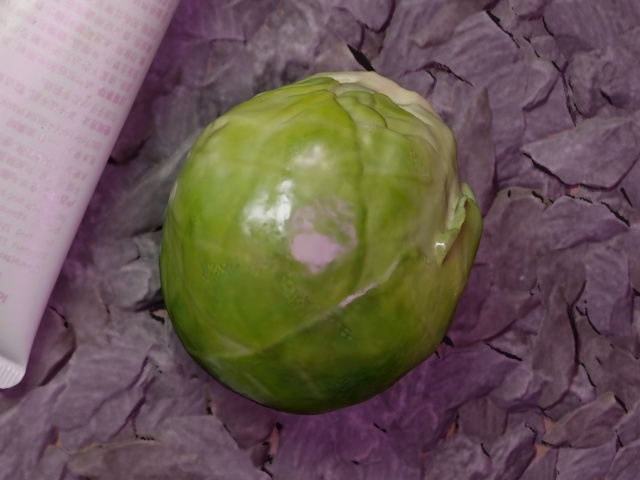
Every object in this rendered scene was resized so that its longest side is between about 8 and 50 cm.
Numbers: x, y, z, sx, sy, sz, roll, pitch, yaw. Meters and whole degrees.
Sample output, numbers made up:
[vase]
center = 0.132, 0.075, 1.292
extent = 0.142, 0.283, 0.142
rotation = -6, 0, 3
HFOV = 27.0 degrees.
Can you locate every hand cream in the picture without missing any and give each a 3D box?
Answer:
[hand cream]
center = -0.199, -0.089, 0.874
extent = 0.185, 0.118, 0.358
rotation = 28, 91, -32

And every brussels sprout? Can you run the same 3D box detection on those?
[brussels sprout]
center = 0.000, 0.000, 0.938
extent = 0.244, 0.244, 0.244
rotation = -5, 100, -29
